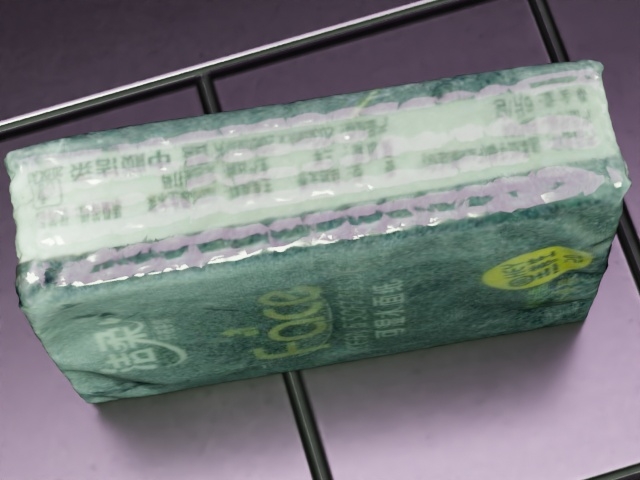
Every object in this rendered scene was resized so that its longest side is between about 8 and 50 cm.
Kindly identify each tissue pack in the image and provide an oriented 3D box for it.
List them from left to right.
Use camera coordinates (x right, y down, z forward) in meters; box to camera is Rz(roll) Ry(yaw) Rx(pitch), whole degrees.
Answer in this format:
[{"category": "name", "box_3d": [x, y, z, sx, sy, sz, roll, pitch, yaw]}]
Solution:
[{"category": "tissue pack", "box_3d": [0.000, 0.000, 0.788, 0.257, 0.185, 0.081, -9, 70, -1]}]
